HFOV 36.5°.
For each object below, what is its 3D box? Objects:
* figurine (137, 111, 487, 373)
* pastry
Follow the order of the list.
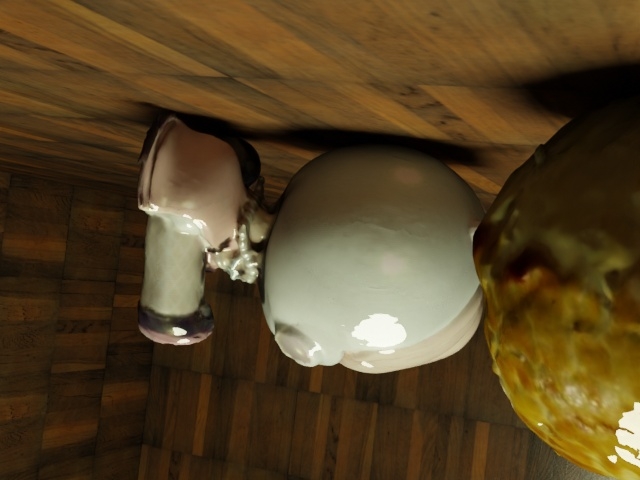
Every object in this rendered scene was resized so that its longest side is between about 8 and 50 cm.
[{"bbox_3d":[-0.002,0.009,0.967,0.361,0.253,0.211,14,162,-1],"label":"figurine"},{"bbox_3d":[0.186,0.010,0.595,0.170,0.237,0.256,39,166,-27],"label":"pastry"}]
